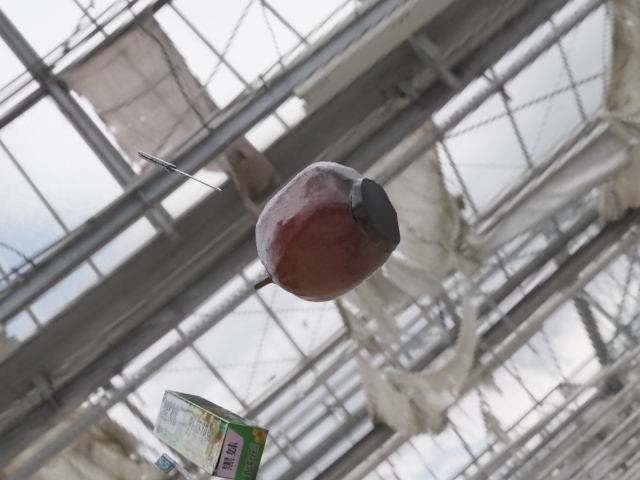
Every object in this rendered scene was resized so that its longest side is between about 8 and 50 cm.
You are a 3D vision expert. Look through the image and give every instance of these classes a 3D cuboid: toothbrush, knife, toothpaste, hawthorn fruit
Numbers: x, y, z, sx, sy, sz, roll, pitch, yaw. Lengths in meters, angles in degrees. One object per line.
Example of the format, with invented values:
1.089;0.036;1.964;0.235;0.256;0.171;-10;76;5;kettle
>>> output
-0.099;0.240;0.943;0.017;0.162;0.014;-41;-42;-21;toothbrush
-0.178;-0.086;1.325;0.023;0.170;0.010;21;-87;-49;knife
-0.093;0.156;0.844;0.037;0.178;0.043;16;-96;-23;toothpaste
0.000;0.000;1.595;0.249;0.215;0.215;-44;-25;3;hawthorn fruit
